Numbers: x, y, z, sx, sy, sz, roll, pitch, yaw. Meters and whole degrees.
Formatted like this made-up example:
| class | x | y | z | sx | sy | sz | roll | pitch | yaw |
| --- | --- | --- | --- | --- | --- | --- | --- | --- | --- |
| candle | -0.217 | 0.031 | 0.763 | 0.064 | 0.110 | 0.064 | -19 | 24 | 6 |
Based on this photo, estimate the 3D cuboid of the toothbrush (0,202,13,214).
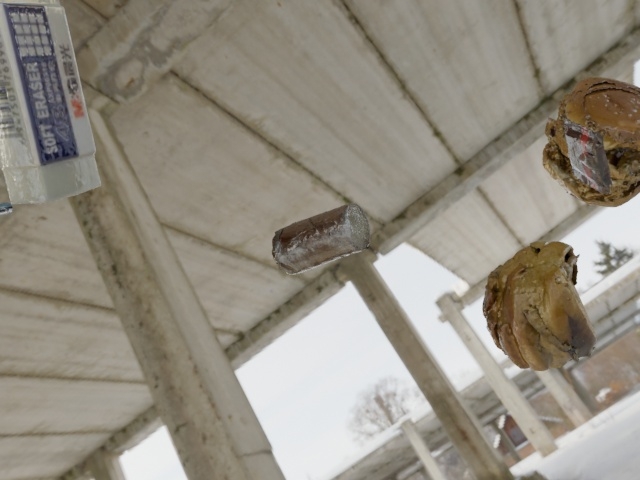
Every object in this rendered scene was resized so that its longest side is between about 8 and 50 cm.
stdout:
| class | x | y | z | sx | sy | sz | roll | pitch | yaw |
| --- | --- | --- | --- | --- | --- | --- | --- | --- | --- |
| toothbrush | -0.379 | -0.027 | 0.688 | 0.016 | 0.019 | 0.219 | -40 | 9 | 1 |

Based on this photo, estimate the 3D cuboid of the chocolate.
| class | x | y | z | sx | sy | sz | roll | pitch | yaw |
| --- | --- | --- | --- | --- | --- | --- | --- | --- | --- |
| chocolate | 0.452 | -0.141 | 1.090 | 0.028 | 0.086 | 0.182 | -47 | -37 | -1 |

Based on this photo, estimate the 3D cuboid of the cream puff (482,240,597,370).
| class | x | y | z | sx | sy | sz | roll | pitch | yaw |
| --- | --- | --- | --- | --- | --- | --- | --- | --- | --- |
| cream puff | 0.212 | 0.066 | 0.625 | 0.104 | 0.119 | 0.133 | -19 | -16 | 18 |

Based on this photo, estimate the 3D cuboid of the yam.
| class | x | y | z | sx | sy | sz | roll | pitch | yaw |
| --- | --- | --- | --- | --- | --- | --- | --- | --- | --- |
| yam | -0.001 | 0.000 | 0.927 | 0.141 | 0.079 | 0.079 | -20 | -18 | 29 |

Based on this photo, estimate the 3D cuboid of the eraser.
| class | x | y | z | sx | sy | sz | roll | pitch | yaw |
| --- | --- | --- | --- | --- | --- | --- | --- | --- | --- |
| eraser | -0.406 | -0.198 | 0.911 | 0.081 | 0.278 | 0.124 | -2 | 16 | 21 |

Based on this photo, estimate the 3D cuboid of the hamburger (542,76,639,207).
| class | x | y | z | sx | sy | sz | roll | pitch | yaw |
| --- | --- | --- | --- | --- | --- | --- | --- | --- | --- |
| hamburger | 0.586 | -0.194 | 1.278 | 0.245 | 0.260 | 0.211 | 5 | -42 | 5 |
